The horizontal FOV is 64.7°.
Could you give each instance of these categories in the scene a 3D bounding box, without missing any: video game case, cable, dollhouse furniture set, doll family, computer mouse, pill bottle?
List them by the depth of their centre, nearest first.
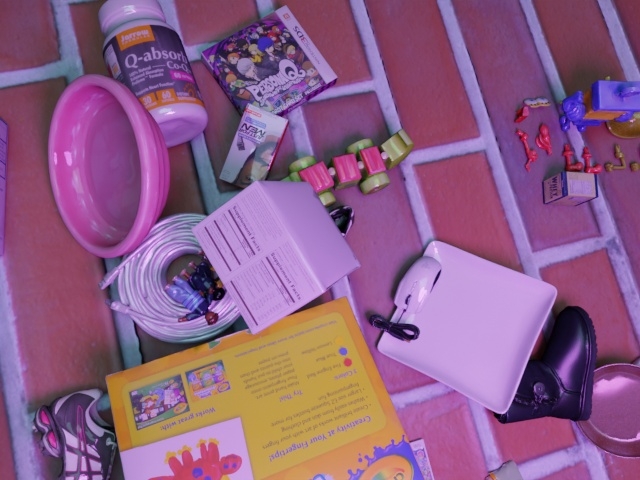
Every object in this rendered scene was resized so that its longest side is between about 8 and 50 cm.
[{"bbox_3d":[-0.196,0.072,0.936,0.111,0.076,0.193,42,81,-4],"label":"doll family"},{"bbox_3d":[-0.264,0.076,1.006,0.257,0.089,0.257,35,76,-1],"label":"cable"},{"bbox_3d":[0.407,0.537,1.026,0.076,0.058,0.152,-26,84,-12],"label":"dollhouse furniture set"},{"bbox_3d":[0.185,0.478,1.031,0.087,0.011,0.122,-13,81,-10],"label":"video game case"},{"bbox_3d":[-0.347,-0.344,1.035,0.162,0.162,0.279,-20,83,-11],"label":"pill bottle"},{"bbox_3d":[0.188,0.112,1.054,0.106,0.042,0.193,23,76,26],"label":"computer mouse"},{"bbox_3d":[-0.113,-0.386,1.135,0.232,0.042,0.210,-34,86,-12],"label":"video game case"}]

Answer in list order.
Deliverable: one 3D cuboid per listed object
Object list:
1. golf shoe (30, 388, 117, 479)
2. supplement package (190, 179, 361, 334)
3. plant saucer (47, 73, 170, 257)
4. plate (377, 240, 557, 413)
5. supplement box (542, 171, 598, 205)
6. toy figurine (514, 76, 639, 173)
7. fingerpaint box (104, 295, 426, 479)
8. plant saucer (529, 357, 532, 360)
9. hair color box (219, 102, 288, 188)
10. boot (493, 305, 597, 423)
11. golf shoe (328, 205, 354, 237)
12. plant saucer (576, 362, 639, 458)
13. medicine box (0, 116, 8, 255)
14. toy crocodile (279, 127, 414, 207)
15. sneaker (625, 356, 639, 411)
[{"bbox_3d":[-0.416,0.407,0.917,0.120,0.105,0.273,-24,84,-19],"label":"golf shoe"},{"bbox_3d":[-0.064,0.015,0.902,0.145,0.262,0.204,-33,86,17],"label":"supplement package"},{"bbox_3d":[-0.393,-0.136,0.950,0.084,0.332,0.332,-12,78,-53],"label":"plant saucer"},{"bbox_3d":[0.300,0.168,1.045,0.277,0.045,0.278,23,76,25],"label":"plate"},{"bbox_3d":[0.571,-0.117,1.159,0.083,0.083,0.056,3,79,-8],"label":"supplement box"},{"bbox_3d":[0.658,-0.272,1.132,0.362,0.217,0.191,1,79,-7],"label":"toy figurine"},{"bbox_3d":[-0.097,0.353,0.883,0.444,0.163,0.371,-18,64,-14],"label":"fingerpaint box"},{"bbox_3d":[0.434,0.285,1.100,0.083,0.015,0.084,1,80,-8],"label":"plant saucer"},{"bbox_3d":[-0.139,-0.191,1.066,0.093,0.053,0.167,21,97,-4],"label":"hair color box"},{"bbox_3d":[0.454,0.255,1.050,0.207,0.094,0.247,5,85,-11],"label":"boot"},{"bbox_3d":[0.000,0.000,1.054,0.077,0.094,0.198,36,78,-1],"label":"golf shoe"},{"bbox_3d":[0.644,0.357,1.074,0.198,0.036,0.199,0,89,19],"label":"plant saucer"},{"bbox_3d":[-0.756,-0.113,0.940,0.263,0.149,0.290,-2,79,-8],"label":"medicine box"},{"bbox_3d":[0.041,-0.144,1.079,0.340,0.105,0.115,-20,83,-11],"label":"toy crocodile"},{"bbox_3d":[0.788,0.283,1.096,0.290,0.123,0.106,-30,86,-9],"label":"sneaker"}]
